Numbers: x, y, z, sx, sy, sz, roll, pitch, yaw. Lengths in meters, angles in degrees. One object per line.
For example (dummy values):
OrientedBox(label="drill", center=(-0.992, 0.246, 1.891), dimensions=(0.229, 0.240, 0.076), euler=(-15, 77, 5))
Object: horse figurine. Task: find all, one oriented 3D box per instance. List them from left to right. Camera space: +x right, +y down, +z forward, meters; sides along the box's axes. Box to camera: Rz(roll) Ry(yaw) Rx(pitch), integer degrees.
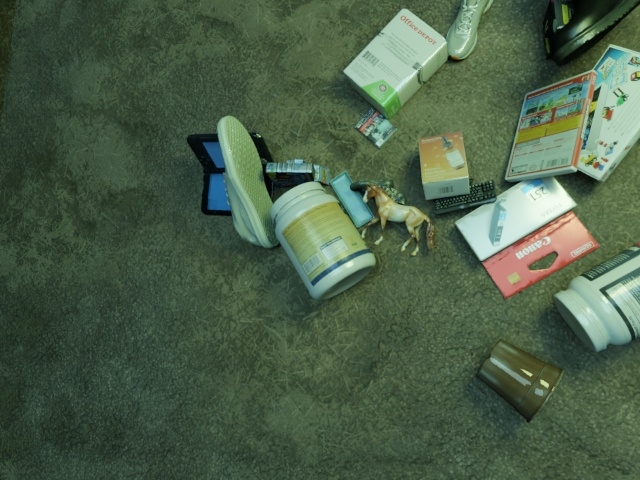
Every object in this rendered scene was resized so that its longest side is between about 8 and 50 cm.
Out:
OrientedBox(label="horse figurine", center=(0.242, -0.057, 1.322), dimensions=(0.263, 0.066, 0.174), euler=(18, 93, 10))

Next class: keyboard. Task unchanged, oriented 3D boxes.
OrientedBox(label="keyboard", center=(0.429, -0.141, 1.283), dimensions=(0.180, 0.023, 0.108), euler=(-12, 48, 26))

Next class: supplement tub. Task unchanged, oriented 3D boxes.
OrientedBox(label="supplement tub", center=(0.000, 0.000, 1.320), dimensions=(0.228, 0.228, 0.316), euler=(-35, 73, 10))
OrientedBox(label="supplement tub", center=(0.759, 0.140, 1.070), dimensions=(0.272, 0.191, 0.191), euler=(-33, 73, 11))

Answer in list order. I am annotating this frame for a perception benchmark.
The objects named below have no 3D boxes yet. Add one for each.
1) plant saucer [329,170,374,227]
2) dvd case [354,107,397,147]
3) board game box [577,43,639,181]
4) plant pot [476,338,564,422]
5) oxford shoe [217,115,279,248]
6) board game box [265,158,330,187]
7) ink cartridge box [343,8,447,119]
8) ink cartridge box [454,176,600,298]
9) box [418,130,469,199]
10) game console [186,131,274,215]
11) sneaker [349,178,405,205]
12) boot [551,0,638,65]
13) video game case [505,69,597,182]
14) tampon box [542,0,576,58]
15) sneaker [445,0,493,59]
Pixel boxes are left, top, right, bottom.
OrientedBox(label="plant saucer", center=(0.104, -0.136, 1.419), dimensions=(0.067, 0.018, 0.192), euler=(-33, 74, 11))
OrientedBox(label="dvd case", center=(0.185, -0.377, 1.431), dimensions=(0.087, 0.013, 0.119), euler=(-47, 70, 7))
OrientedBox(label="board game box", center=(0.756, -0.334, 1.130), dimensions=(0.193, 0.053, 0.305), euler=(48, 121, 39))
OrientedBox(label="plant pot", center=(0.520, 0.361, 1.139), dimensions=(0.165, 0.167, 0.167), euler=(33, 93, 27))
OrientedBox(label="oxford shoe", center=(-0.256, -0.173, 1.394), dimensions=(0.130, 0.169, 0.449), euler=(-4, 115, 28))
OrientedBox(label="board game box", center=(-0.067, -0.225, 1.420), dimensions=(0.194, 0.194, 0.060), euler=(1, 83, 4))
OrientedBox(label="ink cartridge box", center=(0.244, -0.568, 1.386), dimensions=(0.273, 0.115, 0.198), euler=(-44, 72, 8))
OrientedBox(label="ink cartridge box", center=(0.584, -0.019, 1.219), dimensions=(0.296, 0.066, 0.261), euler=(-33, 72, 11))
OrientedBox(label="box", center=(0.368, -0.223, 1.280), dimensions=(0.130, 0.091, 0.170), euler=(-8, 60, 17))
OrientedBox(label="game console", center=(-0.319, -0.227, 1.497), dimensions=(0.293, 0.250, 0.173), euler=(3, 56, 18))
OrientedBox(label="sneaker", center=(0.182, -0.147, 1.373), dimensions=(0.170, 0.051, 0.089), euler=(-5, 80, 6))
OrientedBox(label="boot", center=(0.646, -0.629, 1.078), dimensions=(0.348, 0.131, 0.260), euler=(-42, 80, -5))
OrientedBox(label="video game case", center=(0.631, -0.307, 1.182), dimensions=(0.025, 0.204, 0.285), euler=(21, 80, -25))
OrientedBox(label="tampon box", center=(0.705, -0.620, 1.218), dimensions=(0.102, 0.161, 0.120), euler=(-4, 80, 18))
OrientedBox(label="sneaker", center=(0.459, -0.702, 1.333), dimensions=(0.099, 0.121, 0.262), euler=(21, 89, 20))
